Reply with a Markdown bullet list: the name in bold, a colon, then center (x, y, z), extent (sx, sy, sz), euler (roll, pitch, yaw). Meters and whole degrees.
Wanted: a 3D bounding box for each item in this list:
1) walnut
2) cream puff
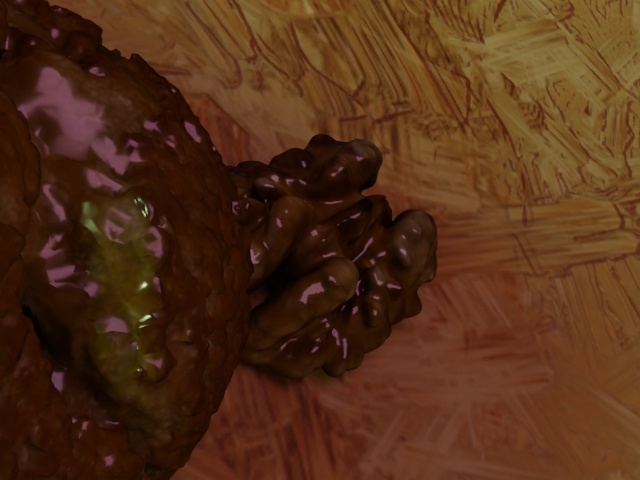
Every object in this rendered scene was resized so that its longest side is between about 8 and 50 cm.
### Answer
- **walnut**: center (0.000, 0.000, 0.774), extent (0.143, 0.069, 0.170), euler (50, 50, 3)
- **cream puff**: center (-0.166, 0.003, 0.565), extent (0.303, 0.212, 0.303), euler (20, 47, -23)
